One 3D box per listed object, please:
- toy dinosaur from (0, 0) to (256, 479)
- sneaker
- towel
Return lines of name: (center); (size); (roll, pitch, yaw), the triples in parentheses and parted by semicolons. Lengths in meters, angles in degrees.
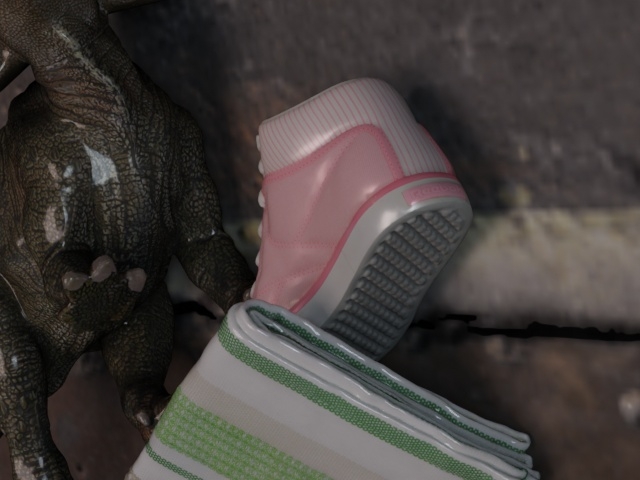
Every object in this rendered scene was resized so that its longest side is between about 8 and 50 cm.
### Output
toy dinosaur: (-0.098, 0.007, 0.697); (0.160, 0.121, 0.313); (61, 146, 37)
sneaker: (0.000, 0.000, 0.601); (0.070, 0.051, 0.134); (64, 142, 26)
towel: (-0.006, 0.088, 0.615); (0.113, 0.023, 0.152); (30, 135, -3)
